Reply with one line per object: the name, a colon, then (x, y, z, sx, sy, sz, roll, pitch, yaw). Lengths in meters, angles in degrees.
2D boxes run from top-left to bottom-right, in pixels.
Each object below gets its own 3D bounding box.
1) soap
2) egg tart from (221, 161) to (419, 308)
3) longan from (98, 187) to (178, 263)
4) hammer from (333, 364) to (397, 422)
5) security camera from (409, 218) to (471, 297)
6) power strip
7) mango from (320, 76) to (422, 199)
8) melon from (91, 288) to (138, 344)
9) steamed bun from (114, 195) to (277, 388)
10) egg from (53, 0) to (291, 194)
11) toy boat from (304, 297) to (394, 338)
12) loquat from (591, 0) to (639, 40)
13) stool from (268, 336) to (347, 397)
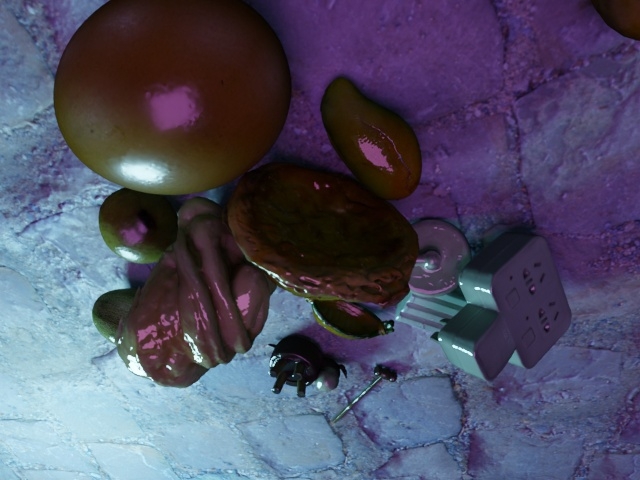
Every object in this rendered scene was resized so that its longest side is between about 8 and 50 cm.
soap: (0.274, 0.145, 0.975, 0.198, 0.066, 0.118, 19, 125, -7)
egg tart: (-0.004, -0.002, 0.748, 0.342, 0.341, 0.128, 20, 124, -7)
longan: (-0.359, -0.030, 0.894, 0.145, 0.176, 0.154, -10, 89, -21)
hammer: (0.108, 0.433, 1.230, 0.058, 0.029, 0.292, 27, 126, -9)
security camera: (0.144, 0.036, 0.879, 0.302, 0.080, 0.157, 1, 94, 7)
power strip: (0.336, 0.139, 0.867, 0.261, 0.141, 0.229, -37, 111, -19)
mango: (0.088, -0.169, 0.753, 0.126, 0.111, 0.232, -32, 104, 13)
melon: (-0.432, 0.184, 1.047, 0.193, 0.139, 0.139, 21, 125, -5)
steamed bun: (-0.214, 0.113, 0.849, 0.231, 0.324, 0.371, 25, 101, -9)
egg: (-0.211, -0.207, 0.653, 0.352, 0.282, 0.282, -18, 121, 20)
toy boat: (0.052, 0.163, 1.002, 0.230, 0.088, 0.088, 24, 139, -6)
loquat: (0.426, -0.342, 0.534, 0.235, 0.175, 0.187, 12, 155, -28)
stool: (-0.040, 0.324, 1.114, 0.217, 0.121, 0.125, 26, 123, -5)
